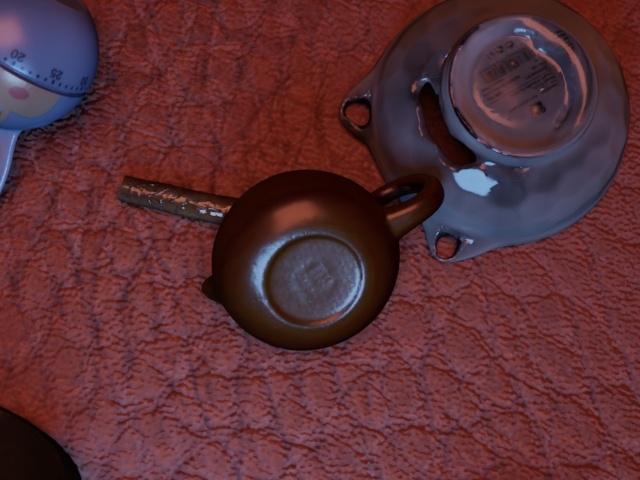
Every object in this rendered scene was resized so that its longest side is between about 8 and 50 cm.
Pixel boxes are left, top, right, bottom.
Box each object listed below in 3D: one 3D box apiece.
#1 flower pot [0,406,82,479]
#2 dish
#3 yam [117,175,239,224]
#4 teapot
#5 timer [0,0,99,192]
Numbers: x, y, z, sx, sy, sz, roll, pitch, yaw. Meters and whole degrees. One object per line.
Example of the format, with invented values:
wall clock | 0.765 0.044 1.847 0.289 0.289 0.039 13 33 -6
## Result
flower pot | -0.357 0.246 0.919 0.269 0.269 0.166 20 101 0
dish | 0.184 -0.135 1.053 0.303 0.120 0.302 1 80 -4
yam | -0.131 -0.038 1.065 0.146 0.032 0.032 12 80 0
teapot | 0.000 0.000 1.016 0.252 0.135 0.178 -29 120 0
timer | -0.324 -0.147 1.008 0.175 0.175 0.255 39 82 4
